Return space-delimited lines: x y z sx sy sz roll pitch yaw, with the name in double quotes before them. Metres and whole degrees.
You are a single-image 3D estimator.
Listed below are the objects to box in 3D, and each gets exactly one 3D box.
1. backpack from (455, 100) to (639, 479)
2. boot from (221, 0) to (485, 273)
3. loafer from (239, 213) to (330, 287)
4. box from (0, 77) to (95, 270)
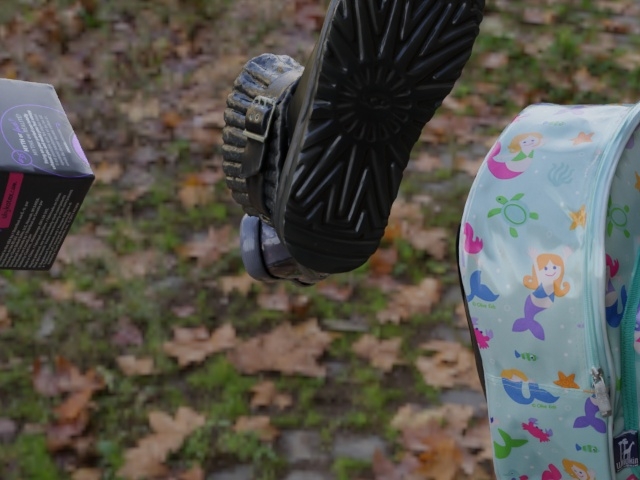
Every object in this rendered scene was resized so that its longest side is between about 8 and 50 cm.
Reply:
"backpack" 0.195 0.035 0.945 0.191 0.253 0.225 -2 32 33
"boot" 0.014 -0.155 1.345 0.131 0.348 0.260 21 11 -20
"loafer" 0.000 0.000 1.633 0.095 0.109 0.302 -7 1 18
"box" -0.397 -0.074 1.446 0.270 0.143 0.165 4 41 -38
